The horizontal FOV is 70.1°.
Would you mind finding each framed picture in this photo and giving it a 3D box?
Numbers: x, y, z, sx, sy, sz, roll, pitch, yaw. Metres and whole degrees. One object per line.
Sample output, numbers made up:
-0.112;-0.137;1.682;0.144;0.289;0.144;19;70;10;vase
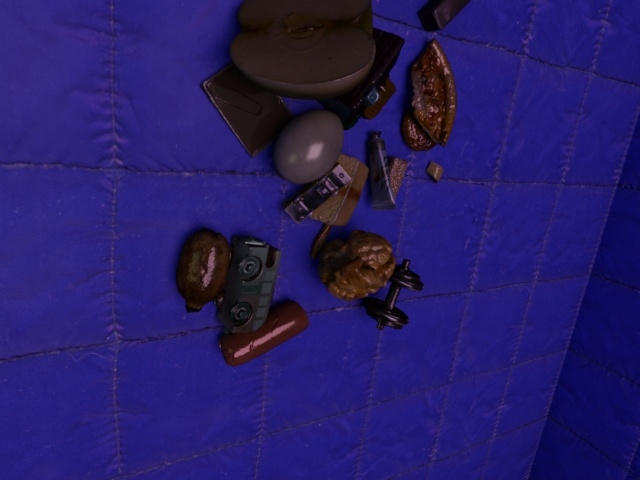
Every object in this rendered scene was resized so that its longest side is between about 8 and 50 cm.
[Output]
-0.198;-0.393;1.321;0.189;0.023;0.260;-43;124;-12;framed picture

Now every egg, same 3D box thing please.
-0.033;-0.281;1.362;0.253;0.186;0.186;-48;125;-3;egg

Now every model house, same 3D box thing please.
0.147;-0.483;1.362;0.230;0.249;0.280;37;87;-36;model house

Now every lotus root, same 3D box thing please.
-0.348;0.092;1.344;0.145;0.128;0.260;14;95;-17;lotus root

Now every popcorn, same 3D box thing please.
0.126;0.087;1.515;0.265;0.332;0.225;-27;95;-3;popcorn

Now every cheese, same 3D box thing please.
0.441;-0.262;1.751;0.084;0.041;0.060;32;91;-37;cheese

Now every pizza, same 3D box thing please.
0.388;-0.505;1.563;0.182;0.074;0.365;-5;94;-31;pizza

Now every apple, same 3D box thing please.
-0.042;-0.528;1.184;0.360;0.320;0.311;-2;111;5;apple

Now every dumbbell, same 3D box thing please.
0.275;0.205;1.731;0.192;0.192;0.290;15;100;-35;dumbbell

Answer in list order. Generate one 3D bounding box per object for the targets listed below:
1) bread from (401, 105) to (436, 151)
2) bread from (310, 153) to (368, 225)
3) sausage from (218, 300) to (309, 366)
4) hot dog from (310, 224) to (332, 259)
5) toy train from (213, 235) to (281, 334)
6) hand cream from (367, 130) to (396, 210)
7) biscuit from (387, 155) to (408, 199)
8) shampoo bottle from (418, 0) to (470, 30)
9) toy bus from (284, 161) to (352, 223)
0.375;-0.414;1.643;0.193;0.064;0.193;-8;108;-26;bread
0.060;-0.168;1.562;0.240;0.135;0.178;-68;159;5;bread
-0.191;0.310;1.525;0.304;0.121;0.121;-25;119;-22;sausage
-0.001;0.000;1.584;0.044;0.028;0.137;15;103;-61;hot dog
-0.232;0.143;1.437;0.159;0.129;0.326;4;105;-39;toy train
0.206;-0.237;1.574;0.058;0.091;0.271;-23;108;-58;hand cream
0.250;-0.219;1.633;0.082;0.070;0.168;12;103;-24;biscuit
0.441;-0.810;1.525;0.246;0.079;0.080;-47;126;-9;shampoo bottle
-0.012;-0.154;1.440;0.226;0.074;0.081;-39;115;14;toy bus
